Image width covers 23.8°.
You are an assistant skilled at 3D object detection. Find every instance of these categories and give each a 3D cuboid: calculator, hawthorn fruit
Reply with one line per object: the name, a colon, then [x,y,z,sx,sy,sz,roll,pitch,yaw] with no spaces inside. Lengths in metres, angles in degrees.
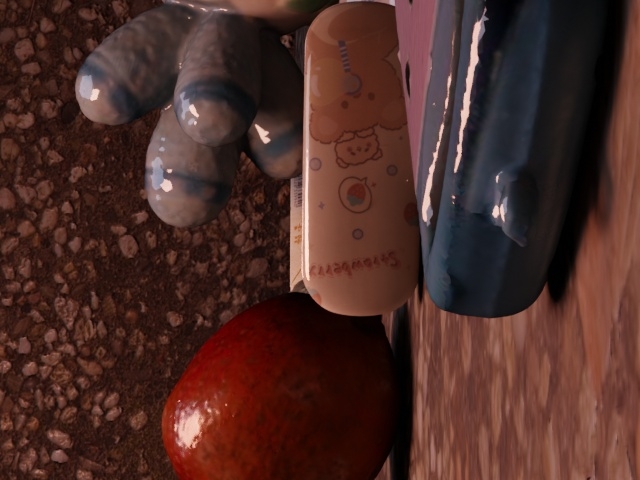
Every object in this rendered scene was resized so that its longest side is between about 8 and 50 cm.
calculator: [0.063,-0.101,0.607,0.293,0.051,0.173,-93,6,-46]
hawthorn fruit: [-0.017,0.115,1.080,0.188,0.169,0.169,-48,18,17]

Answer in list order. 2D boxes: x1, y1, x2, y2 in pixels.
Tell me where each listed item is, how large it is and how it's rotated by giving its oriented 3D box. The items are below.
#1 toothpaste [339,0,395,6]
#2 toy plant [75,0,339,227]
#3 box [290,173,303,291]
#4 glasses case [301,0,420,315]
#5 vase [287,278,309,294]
toothpaste: [0.036,-0.232,1.065,0.089,0.057,0.234,-10,78,58]
toy plant: [-0.103,-0.175,1.472,0.247,0.247,0.332,145,140,-86]
box: [0.000,0.000,1.575,0.090,0.024,0.167,33,-130,-52]
glasses case: [0.027,-0.053,0.987,0.051,0.081,0.204,-109,19,-87]
vase: [0.011,0.062,1.319,0.148,0.081,0.081,140,131,-80]
